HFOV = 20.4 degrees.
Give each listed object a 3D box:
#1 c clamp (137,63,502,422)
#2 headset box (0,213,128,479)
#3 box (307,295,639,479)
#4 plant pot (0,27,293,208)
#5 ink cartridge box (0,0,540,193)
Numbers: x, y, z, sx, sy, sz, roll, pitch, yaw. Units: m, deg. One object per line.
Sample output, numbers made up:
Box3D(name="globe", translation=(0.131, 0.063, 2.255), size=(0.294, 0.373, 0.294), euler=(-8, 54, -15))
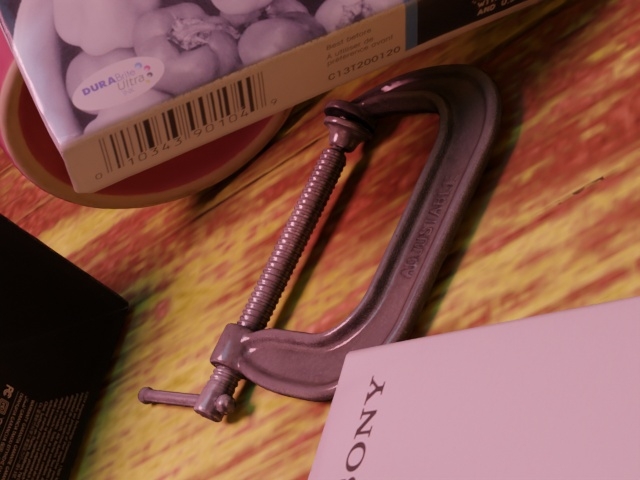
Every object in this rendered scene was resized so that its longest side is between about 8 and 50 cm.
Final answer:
Box3D(name="c clamp", translation=(0.000, 0.000, 0.662), size=(0.137, 0.022, 0.160), euler=(11, 69, 56))
Box3D(name="headset box", translation=(-0.241, 0.117, 0.774), size=(0.293, 0.110, 0.218), euler=(-18, 45, 43))
Box3D(name="box", translation=(0.099, 0.113, 0.389), size=(0.322, 0.058, 0.232), euler=(-16, 47, 46))
Box3D(name="plant pot", translation=(-0.096, -0.120, 0.763), size=(0.201, 0.201, 0.180), euler=(-41, 49, 18))
Box3D(name="ink cartridge box", translation=(-0.036, -0.145, 0.654), size=(0.206, 0.045, 0.208), euler=(-24, 66, -9))
